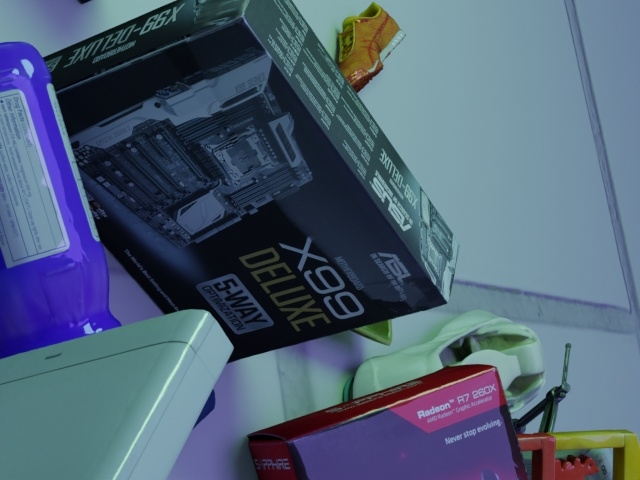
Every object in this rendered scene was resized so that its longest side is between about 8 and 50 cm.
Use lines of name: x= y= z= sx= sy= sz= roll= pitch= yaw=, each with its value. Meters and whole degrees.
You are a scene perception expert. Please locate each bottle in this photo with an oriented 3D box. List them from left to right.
bottle: x=-0.205 y=0.008 z=1.005 sx=0.092 sy=0.118 sz=0.283 roll=-17 pitch=91 yaw=-26

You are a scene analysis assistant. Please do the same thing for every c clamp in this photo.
c clamp: x=0.244 y=0.211 z=1.623 sx=0.022 sy=0.161 sz=0.137 roll=23 pitch=52 yaw=-8

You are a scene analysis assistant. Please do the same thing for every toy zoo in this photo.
toy zoo: x=0.216 y=0.287 z=1.413 sx=0.293 sy=0.030 sz=0.192 roll=-1 pitch=93 yaw=-15

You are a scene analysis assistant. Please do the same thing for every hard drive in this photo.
hard drive: x=-0.207 y=0.184 z=0.798 sx=0.047 sy=0.233 sz=0.353 roll=59 pitch=33 yaw=-25

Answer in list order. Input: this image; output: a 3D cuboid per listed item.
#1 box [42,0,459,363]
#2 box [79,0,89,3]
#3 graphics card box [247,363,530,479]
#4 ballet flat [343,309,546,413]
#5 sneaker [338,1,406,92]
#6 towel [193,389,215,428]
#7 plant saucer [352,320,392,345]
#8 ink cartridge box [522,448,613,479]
box: x=-0.067 y=-0.045 z=1.137 sx=0.307 sy=0.242 sz=0.077 roll=53 pitch=35 yaw=-32
box: x=-0.183 y=-0.313 z=1.142 sx=0.220 sy=0.175 sz=0.051 roll=54 pitch=36 yaw=-29
graphics card box: x=0.097 y=0.318 z=1.280 sx=0.232 sy=0.094 sz=0.371 roll=-15 pitch=90 yaw=-28
ballet flat: x=0.172 y=0.148 z=1.545 sx=0.400 sy=0.139 sz=0.139 roll=-10 pitch=84 yaw=-60
sneaker: x=0.040 y=-0.210 z=1.591 sx=0.067 sy=0.064 sz=0.175 roll=43 pitch=32 yaw=-10
towel: x=-0.127 y=0.134 z=1.158 sx=0.119 sy=0.029 sz=0.067 roll=-38 pitch=109 yaw=-58
plant saucer: x=0.000 y=0.000 z=1.418 sx=0.188 sy=0.045 sz=0.188 roll=28 pitch=52 yaw=-51
ink cartridge box: x=0.256 y=0.326 z=1.537 sx=0.066 sy=0.189 sz=0.232 roll=-34 pitch=104 yaw=-43
